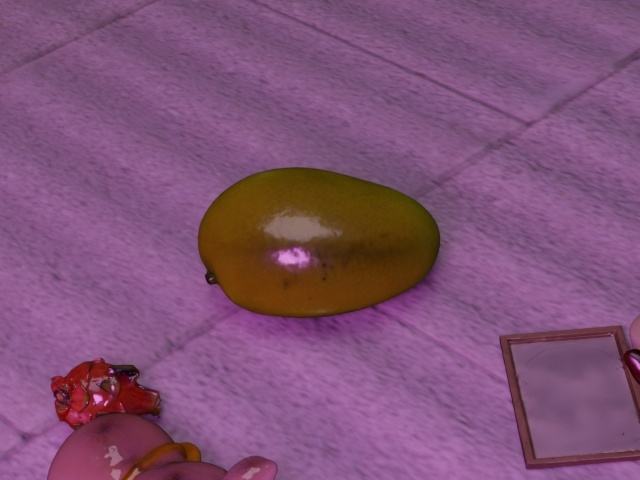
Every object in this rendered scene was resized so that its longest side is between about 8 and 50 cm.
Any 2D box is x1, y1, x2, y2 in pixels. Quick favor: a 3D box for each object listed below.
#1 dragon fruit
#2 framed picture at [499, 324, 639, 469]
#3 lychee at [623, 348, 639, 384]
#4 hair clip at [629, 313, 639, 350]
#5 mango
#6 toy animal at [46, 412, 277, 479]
[{"bbox_3d":[-0.223,0.165,1.654,0.116,0.086,0.081,-8,-2,-16],"label":"dragon fruit"},{"bbox_3d":[0.268,0.161,1.652,0.136,0.010,0.201,-4,37,0],"label":"framed picture"},{"bbox_3d":[0.445,0.229,1.202,0.500,0.424,0.424,30,48,20],"label":"lychee"},{"bbox_3d":[0.433,0.112,1.656,0.218,0.071,0.159,3,40,18],"label":"hair clip"},{"bbox_3d":[-0.004,0.005,1.785,0.273,0.149,0.185,6,36,8],"label":"mango"},{"bbox_3d":[-0.161,0.247,1.491,0.248,0.149,0.165,19,57,46],"label":"toy animal"}]
